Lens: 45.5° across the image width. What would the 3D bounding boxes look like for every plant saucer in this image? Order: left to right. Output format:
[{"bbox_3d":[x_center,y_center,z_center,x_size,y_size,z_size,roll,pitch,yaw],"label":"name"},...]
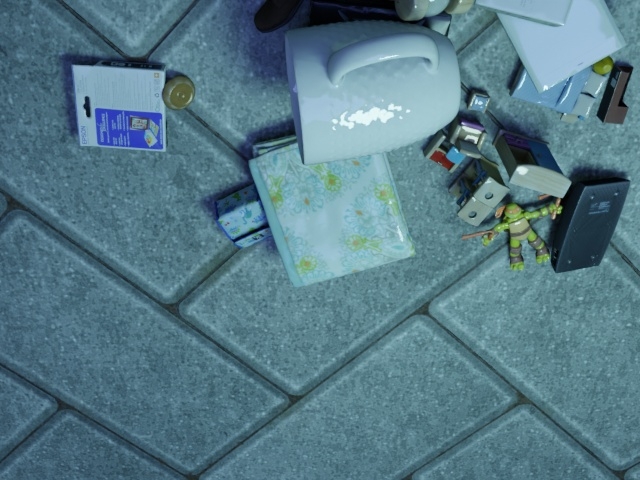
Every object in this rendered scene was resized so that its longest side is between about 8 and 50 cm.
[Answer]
[{"bbox_3d":[-0.325,-0.338,1.767,0.083,0.015,0.084,-20,131,-26],"label":"plant saucer"}]

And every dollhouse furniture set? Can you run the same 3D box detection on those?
[{"bbox_3d":[0.335,-0.150,1.856,0.183,0.129,0.129,28,118,-19],"label":"dollhouse furniture set"},{"bbox_3d":[0.487,-0.299,1.724,0.286,0.198,0.304,15,121,-10],"label":"dollhouse furniture set"}]

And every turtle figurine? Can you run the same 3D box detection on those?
[{"bbox_3d":[0.500,-0.022,1.967,0.269,0.087,0.217,-27,128,3],"label":"turtle figurine"}]

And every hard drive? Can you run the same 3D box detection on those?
[{"bbox_3d":[0.486,-0.500,1.629,0.203,0.040,0.308,-29,99,16],"label":"hard drive"},{"bbox_3d":[0.679,-0.042,1.943,0.171,0.054,0.255,-8,124,-25],"label":"hard drive"}]

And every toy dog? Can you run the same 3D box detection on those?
[{"bbox_3d":[0.196,-0.585,1.551,0.220,0.161,0.334,12,80,-25],"label":"toy dog"}]

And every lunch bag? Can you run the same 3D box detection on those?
[{"bbox_3d":[-0.179,-0.050,1.938,0.128,0.096,0.151,-23,135,10],"label":"lunch bag"}]

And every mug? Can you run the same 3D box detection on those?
[{"bbox_3d":[0.109,-0.318,1.518,0.327,0.374,0.276,-8,83,-4],"label":"mug"}]

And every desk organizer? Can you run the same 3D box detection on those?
[{"bbox_3d":[0.698,-0.341,1.791,0.050,0.047,0.130,4,123,-6],"label":"desk organizer"}]

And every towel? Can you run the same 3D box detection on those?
[{"bbox_3d":[0.026,-0.093,1.843,0.320,0.090,0.375,-15,104,14],"label":"towel"}]

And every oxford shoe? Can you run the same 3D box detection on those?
[{"bbox_3d":[-0.079,-0.527,1.609,0.096,0.083,0.227,9,145,-43],"label":"oxford shoe"}]

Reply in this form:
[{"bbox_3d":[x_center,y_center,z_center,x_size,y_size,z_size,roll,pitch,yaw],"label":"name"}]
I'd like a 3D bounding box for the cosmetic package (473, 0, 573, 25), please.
[{"bbox_3d":[0.417,-0.525,1.532,0.183,0.151,0.152,17,107,6],"label":"cosmetic package"}]

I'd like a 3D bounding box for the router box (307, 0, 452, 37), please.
[{"bbox_3d":[0.118,-0.411,1.714,0.308,0.081,0.243,6,122,-5],"label":"router box"}]

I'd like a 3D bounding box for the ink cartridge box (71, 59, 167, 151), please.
[{"bbox_3d":[-0.465,-0.314,1.786,0.208,0.045,0.206,3,122,-5],"label":"ink cartridge box"}]
